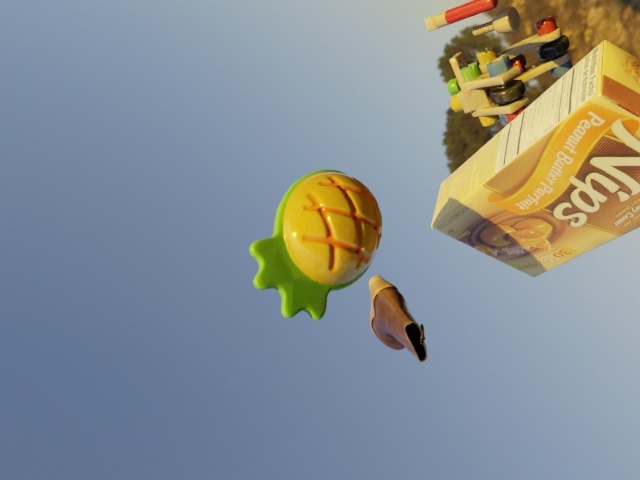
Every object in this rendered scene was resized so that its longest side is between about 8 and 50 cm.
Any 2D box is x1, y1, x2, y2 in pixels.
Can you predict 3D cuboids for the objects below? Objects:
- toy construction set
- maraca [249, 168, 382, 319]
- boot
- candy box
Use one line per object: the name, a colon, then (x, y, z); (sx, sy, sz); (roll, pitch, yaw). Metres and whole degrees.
toy construction set: (0.301, -0.326, 1.058); (0.308, 0.237, 0.258); (37, -113, -35)
maraca: (0.000, 0.000, 0.601); (0.127, 0.099, 0.186); (46, -123, -10)
boot: (0.185, 0.218, 1.295); (0.249, 0.090, 0.207); (68, 174, -35)
candy box: (0.299, -0.073, 0.688); (0.182, 0.316, 0.088); (24, -120, -10)
